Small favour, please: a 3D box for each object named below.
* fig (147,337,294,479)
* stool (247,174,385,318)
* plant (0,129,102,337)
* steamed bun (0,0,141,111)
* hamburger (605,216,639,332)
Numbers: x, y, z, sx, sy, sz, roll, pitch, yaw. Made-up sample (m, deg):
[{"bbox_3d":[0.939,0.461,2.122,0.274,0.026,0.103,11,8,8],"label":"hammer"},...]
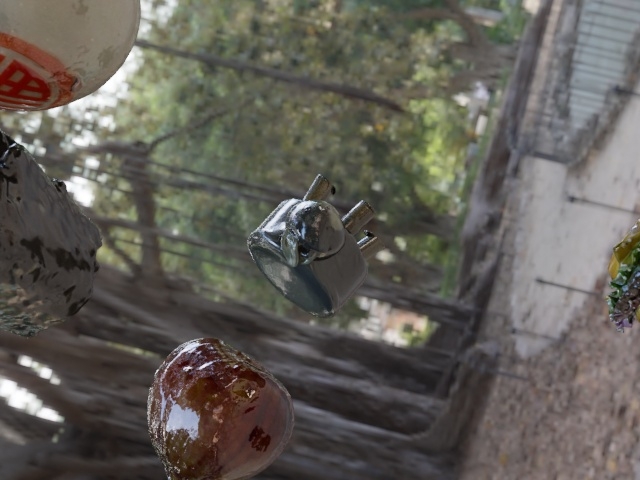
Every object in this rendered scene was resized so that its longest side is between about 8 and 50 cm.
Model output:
[{"bbox_3d":[-0.155,0.263,1.522,0.249,0.204,0.186,-59,-30,4],"label":"fig"},{"bbox_3d":[0.007,0.006,1.480,0.139,0.153,0.228,-46,11,-20],"label":"stool"},{"bbox_3d":[-0.395,-0.009,1.304,0.276,0.188,0.198,44,-146,-50],"label":"plant"},{"bbox_3d":[-0.341,-0.241,1.235,0.283,0.283,0.177,92,-174,-69],"label":"steamed bun"},{"bbox_3d":[0.323,0.010,0.975,0.189,0.093,0.164,-46,-22,5],"label":"hamburger"}]
